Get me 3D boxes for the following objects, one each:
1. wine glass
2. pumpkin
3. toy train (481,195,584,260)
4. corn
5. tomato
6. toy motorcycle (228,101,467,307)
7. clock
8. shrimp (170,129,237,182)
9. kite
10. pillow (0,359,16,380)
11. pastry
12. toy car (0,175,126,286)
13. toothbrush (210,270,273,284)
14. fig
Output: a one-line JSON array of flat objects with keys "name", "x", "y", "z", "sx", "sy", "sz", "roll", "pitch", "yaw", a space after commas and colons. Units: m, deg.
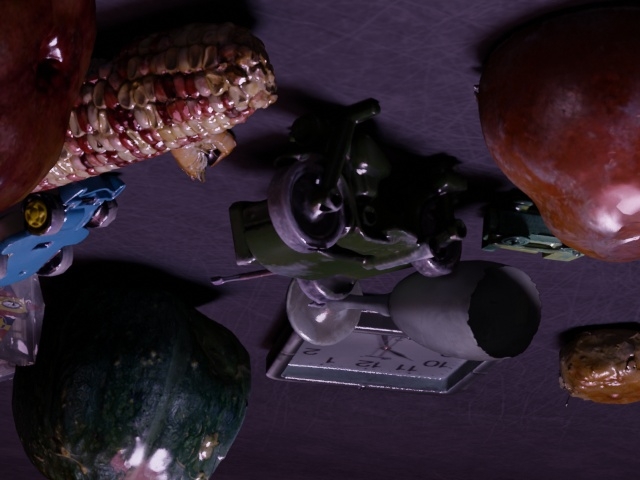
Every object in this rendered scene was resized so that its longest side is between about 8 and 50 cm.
[{"name": "wine glass", "x": 0.155, "y": 0.048, "z": 1.337, "sx": 0.264, "sy": 0.096, "sz": 0.310, "roll": -13, "pitch": -174, "yaw": -32}, {"name": "pumpkin", "x": -0.245, "y": 0.169, "z": 1.505, "sx": 0.197, "sy": 0.263, "sz": 0.293, "roll": 33, "pitch": 158, "yaw": -35}, {"name": "toy train", "x": 0.211, "y": -0.010, "z": 1.272, "sx": 0.122, "sy": 0.050, "sz": 0.081, "roll": 7, "pitch": 169, "yaw": -12}, {"name": "corn", "x": -0.156, "y": -0.103, "z": 0.995, "sx": 0.290, "sy": 0.098, "sz": 0.098, "roll": -15, "pitch": 154, "yaw": 30}, {"name": "tomato", "x": 0.223, "y": -0.064, "z": 0.983, "sx": 0.214, "sy": 0.155, "sz": 0.181, "roll": 19, "pitch": 150, "yaw": -35}, {"name": "toy motorcycle", "x": 0.012, "y": -0.022, "z": 1.167, "sx": 0.205, "sy": 0.127, "sz": 0.275, "roll": -14, "pitch": 161, "yaw": 39}, {"name": "clock", "x": 0.083, "y": 0.135, "z": 1.665, "sx": 0.274, "sy": 0.049, "sz": 0.279, "roll": 7, "pitch": 159, "yaw": -10}, {"name": "shrimp", "x": -0.100, "y": -0.077, "z": 1.157, "sx": 0.059, "sy": 0.023, "sz": 0.108, "roll": -9, "pitch": 159, "yaw": 5}, {"name": "kite", "x": -0.416, "y": 0.063, "z": 1.458, "sx": 0.245, "sy": 0.141, "sz": 0.015, "roll": 5, "pitch": -168, "yaw": 13}, {"name": "pillow", "x": -0.509, "y": 0.128, "z": 1.647, "sx": 0.335, "sy": 0.092, "sz": 0.161, "roll": 2, "pitch": 154, "yaw": 3}, {"name": "pastry", "x": 0.373, "y": 0.159, "z": 1.660, "sx": 0.153, "sy": 0.081, "sz": 0.153, "roll": -2, "pitch": 150, "yaw": -1}, {"name": "toy car", "x": -0.273, "y": -0.030, "z": 1.237, "sx": 0.161, "sy": 0.098, "sz": 0.126, "roll": -42, "pitch": 168, "yaw": 24}, {"name": "toothbrush", "x": -0.084, "y": 0.040, "z": 1.490, "sx": 0.097, "sy": 0.006, "sz": 0.008, "roll": -10, "pitch": 153, "yaw": 30}, {"name": "fig", "x": -0.296, "y": -0.141, "z": 0.820, "sx": 0.321, "sy": 0.216, "sz": 0.217, "roll": 16, "pitch": 166, "yaw": 26}]
